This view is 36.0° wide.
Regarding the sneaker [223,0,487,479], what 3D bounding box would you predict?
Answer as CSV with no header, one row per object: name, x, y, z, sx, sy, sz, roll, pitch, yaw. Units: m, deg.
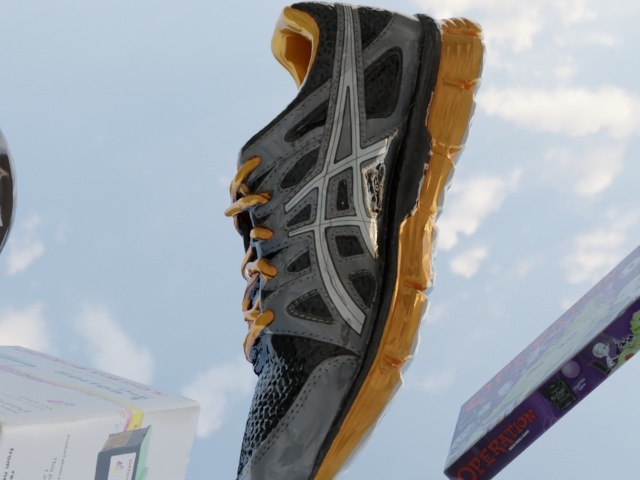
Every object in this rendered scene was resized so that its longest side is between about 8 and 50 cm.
sneaker,0.000,0.000,0.366,0.083,0.084,0.215,18,-118,-4

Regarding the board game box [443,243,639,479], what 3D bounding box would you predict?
board game box,0.283,0.128,1.111,0.056,0.208,0.347,45,-73,6

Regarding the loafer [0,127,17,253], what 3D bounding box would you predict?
loafer,-0.248,0.072,0.264,0.366,0.130,0.134,-32,-91,-28

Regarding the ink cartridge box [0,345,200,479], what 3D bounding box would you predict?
ink cartridge box,-0.244,0.154,0.733,0.201,0.278,0.117,14,-92,20
